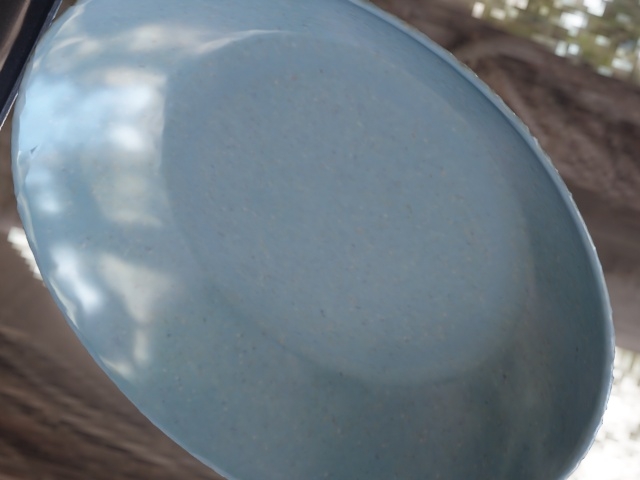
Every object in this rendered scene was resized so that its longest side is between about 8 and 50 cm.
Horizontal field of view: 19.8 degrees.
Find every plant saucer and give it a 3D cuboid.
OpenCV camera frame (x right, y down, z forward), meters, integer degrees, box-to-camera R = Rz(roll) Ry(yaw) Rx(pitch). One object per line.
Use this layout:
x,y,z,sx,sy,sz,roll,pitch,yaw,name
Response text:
0.000,0.000,0.530,0.037,0.195,0.195,-48,169,-44,plant saucer

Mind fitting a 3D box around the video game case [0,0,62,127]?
-0.090,-0.147,0.689,0.274,0.035,0.248,-61,-168,16,video game case
